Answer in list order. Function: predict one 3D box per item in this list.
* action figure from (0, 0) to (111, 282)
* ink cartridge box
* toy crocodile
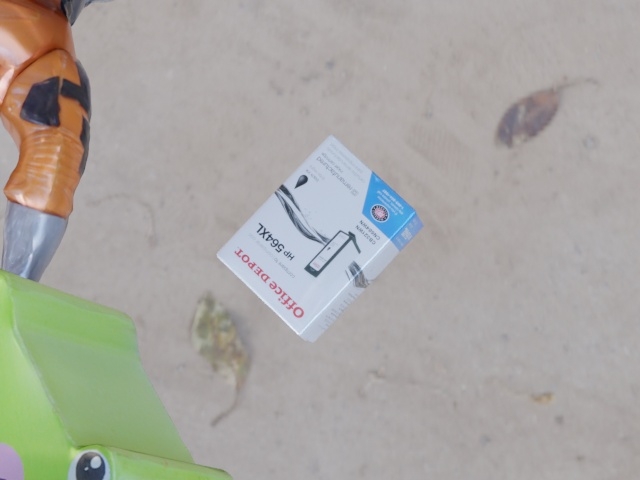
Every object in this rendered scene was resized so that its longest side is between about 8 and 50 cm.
[{"bbox_3d":[-0.216,-0.141,0.670,0.341,0.330,0.178,24,144,-9],"label":"action figure"},{"bbox_3d":[0.000,0.000,1.575,0.148,0.086,0.203,43,89,14],"label":"ink cartridge box"},{"bbox_3d":[-0.041,0.160,0.323,0.105,0.341,0.115,-26,149,22],"label":"toy crocodile"}]
